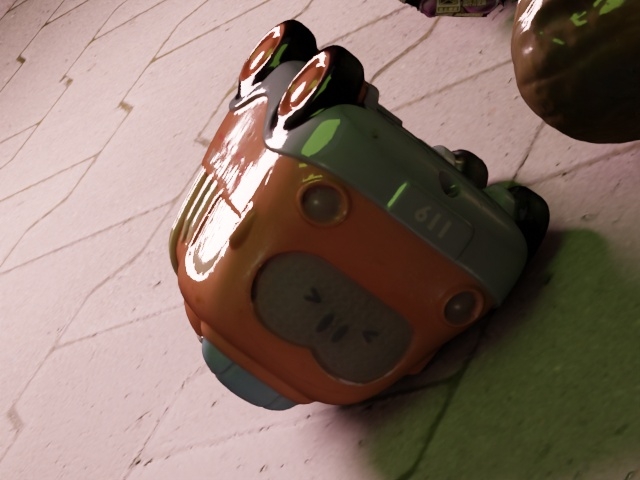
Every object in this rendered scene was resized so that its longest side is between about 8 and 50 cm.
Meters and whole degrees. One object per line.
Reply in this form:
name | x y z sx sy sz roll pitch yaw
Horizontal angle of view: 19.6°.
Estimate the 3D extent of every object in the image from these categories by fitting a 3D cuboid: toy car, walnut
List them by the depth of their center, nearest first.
walnut | 0.191 -0.132 1.138 0.162 0.140 0.140 -16 31 24
toy car | 0.000 0.000 1.188 0.212 0.180 0.270 -53 20 3

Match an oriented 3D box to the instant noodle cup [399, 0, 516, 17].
instant noodle cup | 0.087 -0.294 1.581 0.215 0.215 0.236 -45 11 -5
